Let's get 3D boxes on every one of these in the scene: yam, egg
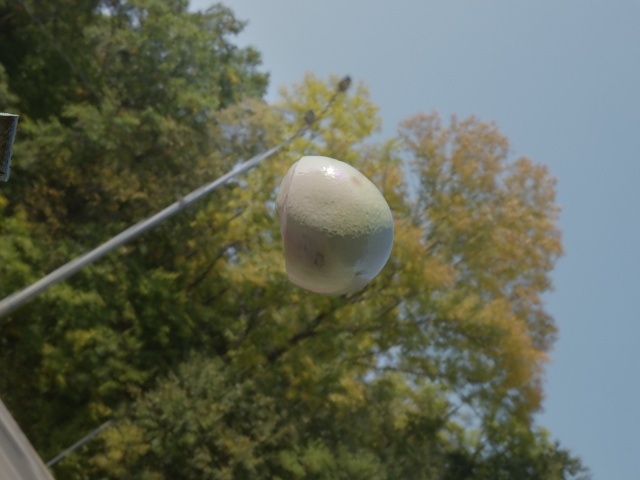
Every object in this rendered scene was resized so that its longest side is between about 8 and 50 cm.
[{"bbox_3d":[-0.601,-0.176,1.742,0.054,0.054,0.132,31,-70,52],"label":"yam"},{"bbox_3d":[0.015,-0.007,1.688,0.206,0.162,0.271,-5,-69,25],"label":"egg"}]
